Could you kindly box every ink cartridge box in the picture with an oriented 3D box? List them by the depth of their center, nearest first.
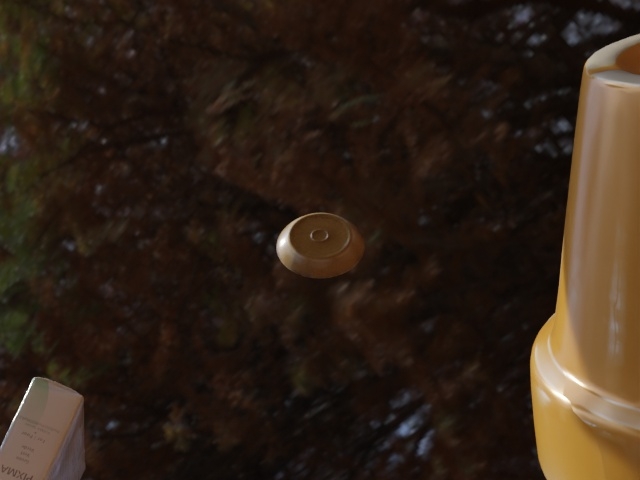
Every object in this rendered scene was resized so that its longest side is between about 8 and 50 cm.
[{"bbox_3d":[-0.276,0.260,1.158,0.056,0.181,0.225,21,-123,3],"label":"ink cartridge box"}]

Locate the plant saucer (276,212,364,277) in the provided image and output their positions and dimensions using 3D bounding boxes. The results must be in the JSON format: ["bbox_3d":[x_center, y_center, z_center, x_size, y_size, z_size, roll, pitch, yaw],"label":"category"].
[{"bbox_3d":[0.000,0.000,1.211,0.083,0.015,0.083,-1,-134,1],"label":"plant saucer"}]

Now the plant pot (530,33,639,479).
[{"bbox_3d":[0.189,0.006,0.564,0.205,0.205,0.188,-29,-63,-45],"label":"plant pot"}]
